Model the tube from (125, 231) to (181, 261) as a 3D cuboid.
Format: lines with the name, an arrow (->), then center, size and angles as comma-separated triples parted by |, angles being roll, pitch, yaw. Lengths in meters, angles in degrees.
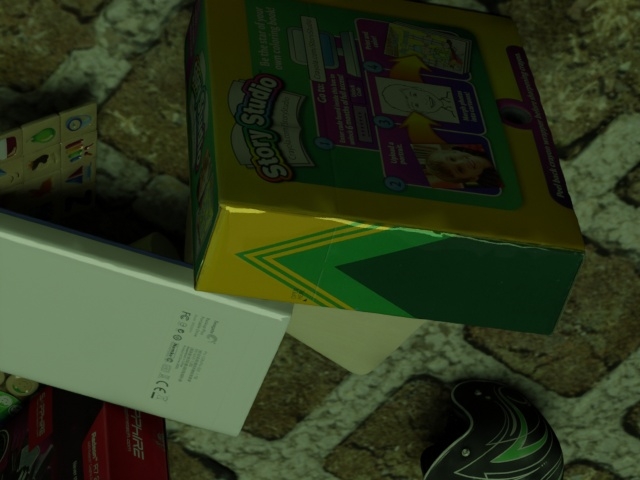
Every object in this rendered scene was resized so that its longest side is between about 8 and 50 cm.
tube -> -0.259, 0.064, 1.888 | 0.240, 0.062, 0.070 | -26, 83, 21

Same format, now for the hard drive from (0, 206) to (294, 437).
hard drive -> -0.207, 0.084, 1.789 | 0.319, 0.040, 0.210 | 17, 136, -7

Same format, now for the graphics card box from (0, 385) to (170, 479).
graphics card box -> -0.316, 0.302, 1.940 | 0.094, 0.233, 0.371 | 32, 120, -32

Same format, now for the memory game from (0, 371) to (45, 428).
memory game -> -0.377, 0.206, 2.013 | 0.186, 0.012, 0.186 | -3, 130, -4

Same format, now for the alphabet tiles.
alphabet tiles -> -0.312, -0.027, 1.767 | 0.198, 0.009, 0.237 | -22, 148, -23

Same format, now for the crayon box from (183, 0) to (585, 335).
crayon box -> 0.043, -0.087, 1.596 | 0.313, 0.363, 0.106 | 7, 128, -12

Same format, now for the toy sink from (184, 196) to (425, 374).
toy sink -> 0.000, 0.000, 1.813 | 0.234, 0.131, 0.153 | 32, 119, -22

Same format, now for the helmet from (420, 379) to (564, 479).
helmet -> 0.191, 0.256, 2.020 | 0.169, 0.161, 0.169 | -3, 129, -4
